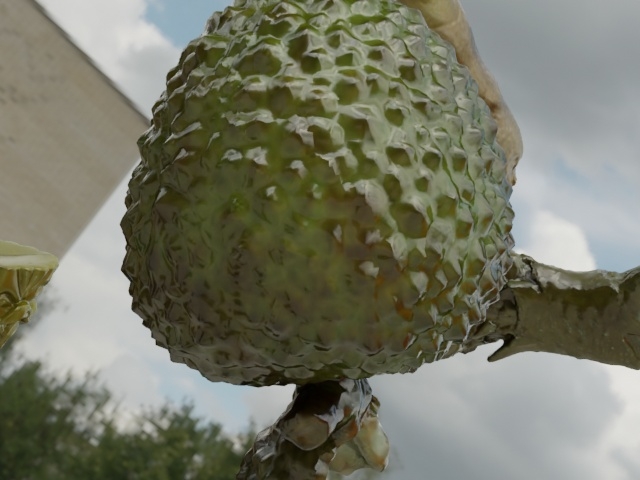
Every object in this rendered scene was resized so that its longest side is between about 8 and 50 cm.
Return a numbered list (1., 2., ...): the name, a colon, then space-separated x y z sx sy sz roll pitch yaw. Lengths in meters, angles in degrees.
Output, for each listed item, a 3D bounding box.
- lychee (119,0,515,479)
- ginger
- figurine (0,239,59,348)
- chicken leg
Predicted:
1. lychee: -0.001 -0.012 0.831 0.270 0.320 0.270 -11 -23 -5
2. ginger: 0.094 -0.193 1.313 0.190 0.126 0.354 -22 -71 48
3. figurine: -0.401 0.158 1.346 0.168 0.315 0.187 18 9 36
4. chicken leg: 0.127 0.041 1.135 0.429 0.153 0.201 8 -62 8
